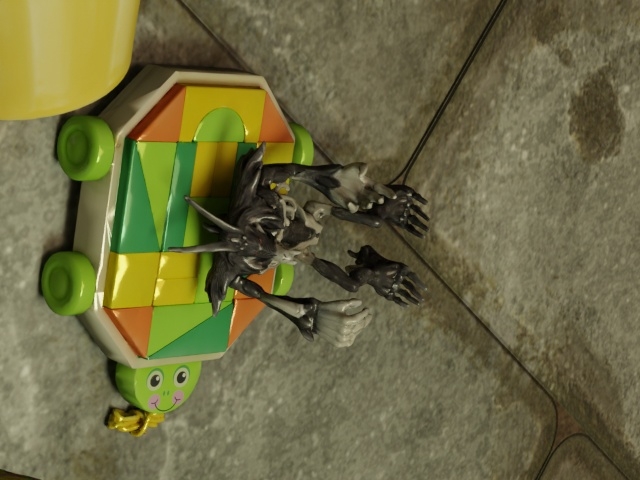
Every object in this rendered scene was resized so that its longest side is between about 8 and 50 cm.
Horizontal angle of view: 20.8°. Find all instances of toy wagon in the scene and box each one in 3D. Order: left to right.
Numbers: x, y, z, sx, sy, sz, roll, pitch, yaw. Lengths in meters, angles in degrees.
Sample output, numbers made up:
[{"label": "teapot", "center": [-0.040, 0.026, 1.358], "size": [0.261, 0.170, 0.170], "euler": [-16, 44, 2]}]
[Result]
[{"label": "toy wagon", "center": [-0.125, 0.016, 1.567], "size": [0.267, 0.068, 0.344], "euler": [-2, 105, -47]}]

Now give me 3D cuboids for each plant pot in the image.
[{"label": "plant pot", "center": [-0.222, -0.229, 1.253], "size": [0.254, 0.254, 0.239], "euler": [-33, 137, -36]}]

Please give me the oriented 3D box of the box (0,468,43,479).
[{"label": "box", "center": [-0.360, 0.307, 1.246], "size": [0.290, 0.177, 0.279], "euler": [4, 88, -35]}]

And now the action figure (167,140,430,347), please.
[{"label": "action figure", "center": [0.000, 0.000, 1.544], "size": [0.275, 0.141, 0.164], "euler": [-1, 106, -51]}]
